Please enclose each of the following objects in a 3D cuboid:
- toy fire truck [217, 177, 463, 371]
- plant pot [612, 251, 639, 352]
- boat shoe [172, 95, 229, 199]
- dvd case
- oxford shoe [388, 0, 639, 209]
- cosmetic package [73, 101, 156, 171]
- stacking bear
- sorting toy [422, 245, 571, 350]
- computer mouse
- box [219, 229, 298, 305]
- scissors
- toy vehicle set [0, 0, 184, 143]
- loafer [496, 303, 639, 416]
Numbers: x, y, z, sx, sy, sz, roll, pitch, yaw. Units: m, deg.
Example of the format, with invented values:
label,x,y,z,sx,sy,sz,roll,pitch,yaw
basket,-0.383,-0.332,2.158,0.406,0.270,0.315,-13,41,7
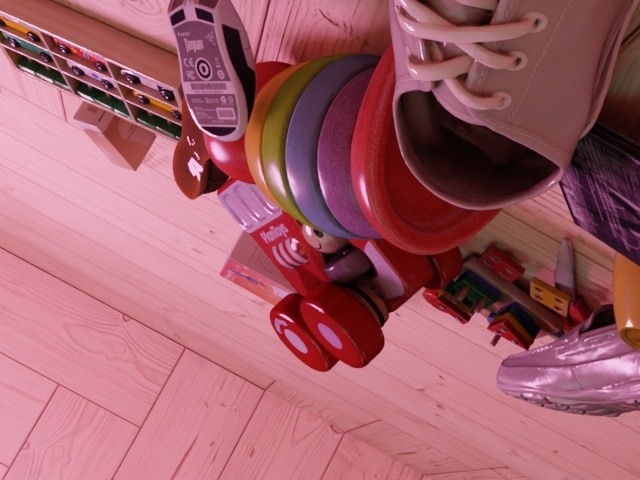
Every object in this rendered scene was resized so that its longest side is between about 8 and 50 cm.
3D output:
label,x,y,z,sx,sy,sz,roll,pitch,yaw
toy fire truck,0.000,0.000,1.230,0.254,0.169,0.302,49,160,-5
plant pot,0.311,0.052,0.952,0.134,0.095,0.134,26,164,8
boat shoe,-0.109,-0.118,1.165,0.073,0.073,0.207,57,154,11
dvd case,0.253,-0.016,0.814,0.221,0.018,0.164,42,170,45
oxford shoe,0.099,-0.151,0.607,0.169,0.130,0.449,27,159,20
cosmetic package,-0.255,-0.141,1.357,0.041,0.060,0.115,20,164,25
stacking bear,0.006,-0.090,0.929,0.289,0.164,0.175,16,160,50
sorting toy,0.203,0.083,1.273,0.132,0.046,0.274,37,165,-1
computer mouse,-0.090,-0.176,0.878,0.106,0.042,0.193,8,118,39
box,-0.040,0.039,1.501,0.170,0.091,0.130,29,164,-3
scissors,0.260,0.059,1.190,0.109,0.021,0.297,19,163,35
toy vehicle set,-0.253,-0.196,1.224,0.267,0.035,0.166,25,164,12
loafer,0.305,0.124,1.140,0.112,0.111,0.319,18,163,-28
